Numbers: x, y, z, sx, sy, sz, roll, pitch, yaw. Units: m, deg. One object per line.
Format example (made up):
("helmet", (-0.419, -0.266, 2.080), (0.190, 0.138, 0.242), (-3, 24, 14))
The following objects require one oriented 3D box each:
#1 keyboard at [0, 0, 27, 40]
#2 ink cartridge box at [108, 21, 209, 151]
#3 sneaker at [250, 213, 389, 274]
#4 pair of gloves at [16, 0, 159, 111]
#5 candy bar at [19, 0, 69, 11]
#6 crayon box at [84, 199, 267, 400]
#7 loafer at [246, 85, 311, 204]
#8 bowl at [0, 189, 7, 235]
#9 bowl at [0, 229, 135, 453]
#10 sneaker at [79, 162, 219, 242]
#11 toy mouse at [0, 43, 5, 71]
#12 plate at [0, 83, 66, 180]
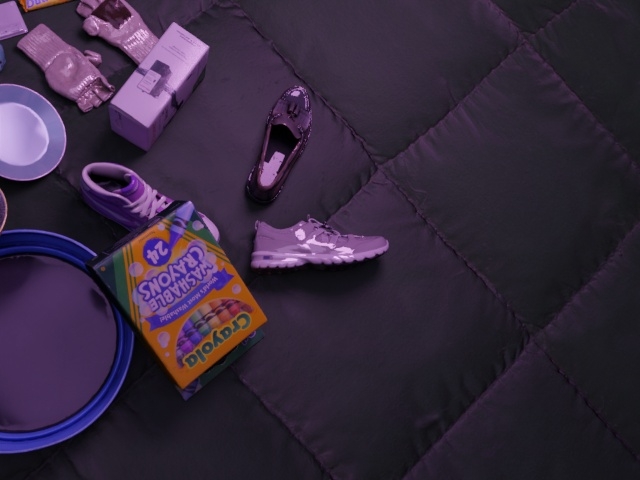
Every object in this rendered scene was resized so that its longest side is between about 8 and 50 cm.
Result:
("keyboard", (-0.711, -0.400, 1.394), (0.256, 0.014, 0.072), (-24, 79, -17))
("ink cartridge box", (-0.312, -0.293, 1.387), (0.087, 0.153, 0.208), (34, 74, -5))
("sneaker", (0.000, 0.000, 1.419), (0.281, 0.105, 0.115), (-2, 79, -13))
("pair of gloves", (-0.454, -0.389, 1.433), (0.240, 0.042, 0.204), (-41, 89, -17))
("candy bar", (-0.529, -0.498, 1.451), (0.162, 0.018, 0.040), (-21, 83, -17))
("crayon box", (-0.240, 0.115, 1.288), (0.203, 0.083, 0.323), (-39, 111, -22))
("loafer", (-0.074, -0.202, 1.456), (0.096, 0.084, 0.267), (21, 75, -8))
("bowl", (-0.613, -0.025, 1.223), (0.170, 0.080, 0.170), (2, 63, -5))
("bowl", (-0.531, 0.177, 1.276), (0.391, 0.077, 0.391), (3, 78, -12))
("sneaker", (-0.318, -0.056, 1.332), (0.282, 0.161, 0.102), (23, 73, -8))
("toy mouse", (-0.666, -0.366, 1.372), (0.161, 0.031, 0.143), (31, 77, -10))
("plate", (-0.574, -0.201, 1.345), (0.188, 0.024, 0.188), (13, 71, -40))
